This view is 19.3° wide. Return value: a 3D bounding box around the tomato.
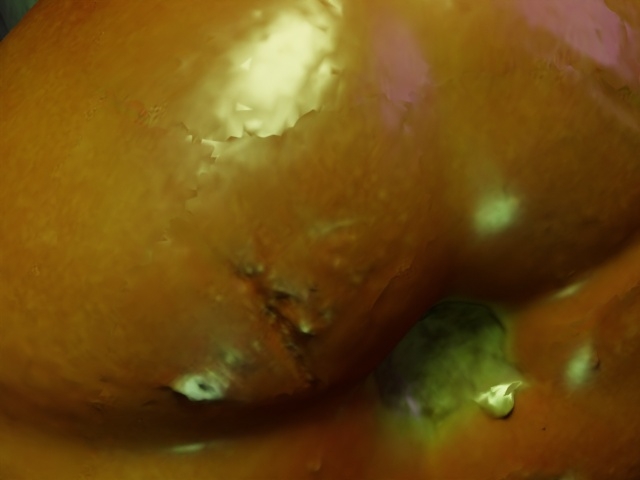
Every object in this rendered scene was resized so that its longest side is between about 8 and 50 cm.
[{"bbox_3d":[-0.003,-0.001,0.551,0.180,0.260,0.260,42,-7,45],"label":"tomato"}]
